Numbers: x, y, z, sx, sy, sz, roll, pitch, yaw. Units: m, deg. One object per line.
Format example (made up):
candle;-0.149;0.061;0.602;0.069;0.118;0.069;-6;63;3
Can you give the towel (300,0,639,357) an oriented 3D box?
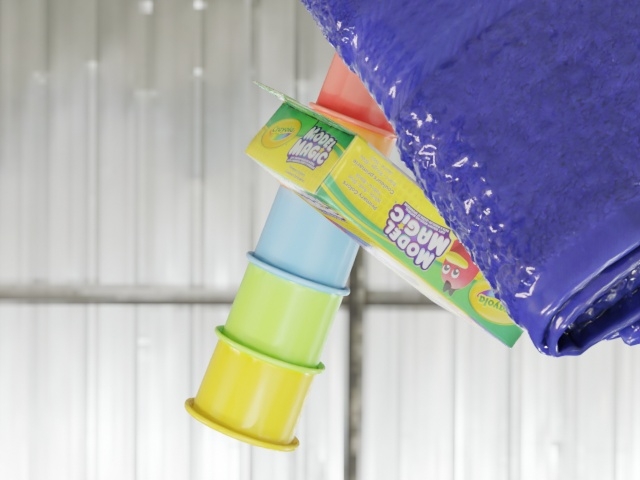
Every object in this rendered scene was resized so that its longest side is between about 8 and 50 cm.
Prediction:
towel;0.104;-0.123;0.666;0.227;0.308;0.076;-37;143;7

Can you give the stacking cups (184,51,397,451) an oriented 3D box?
stacking cups;0.000;0.000;1.348;0.096;0.316;0.096;23;-175;-2

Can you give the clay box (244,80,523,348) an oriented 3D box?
clay box;0.041;-0.020;1.207;0.222;0.053;0.127;37;178;-27
